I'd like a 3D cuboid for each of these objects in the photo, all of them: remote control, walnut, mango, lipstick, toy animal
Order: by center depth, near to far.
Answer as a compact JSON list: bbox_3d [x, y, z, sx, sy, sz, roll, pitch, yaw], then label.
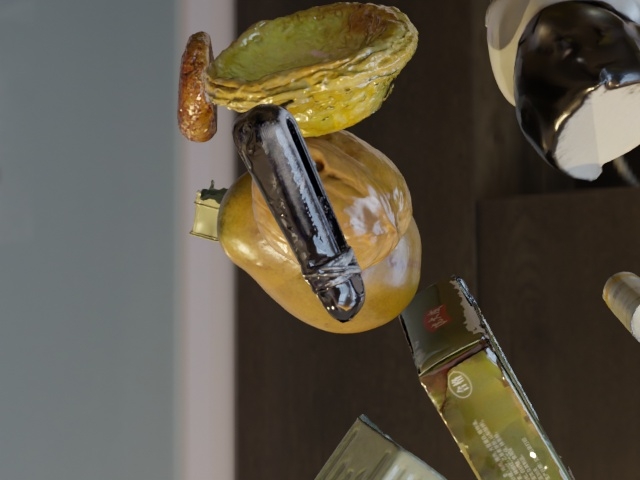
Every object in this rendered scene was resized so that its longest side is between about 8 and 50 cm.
[{"bbox_3d":[-0.012,-0.034,1.440,0.066,0.266,0.090,-27,-179,37],"label":"remote control"},{"bbox_3d":[0.388,0.081,1.559,0.059,0.059,0.264,-1,-174,6],"label":"lipstick"},{"bbox_3d":[0.015,-0.052,1.717,0.221,0.195,0.195,30,-167,32],"label":"walnut"},{"bbox_3d":[0.369,-0.272,1.850,0.251,0.310,0.251,-14,144,-10],"label":"toy animal"},{"bbox_3d":[0.000,0.000,2.052,0.378,0.264,0.221,24,176,-33],"label":"mango"}]

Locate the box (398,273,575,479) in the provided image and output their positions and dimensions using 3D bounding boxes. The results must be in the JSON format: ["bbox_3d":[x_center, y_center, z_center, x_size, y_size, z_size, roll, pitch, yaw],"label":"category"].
[{"bbox_3d":[0.299,0.303,2.181,0.138,0.420,0.373,-30,-167,6],"label":"box"}]

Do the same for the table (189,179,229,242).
[{"bbox_3d":[-0.183,-0.052,2.230,0.062,0.083,0.079,15,-158,11],"label":"table"}]

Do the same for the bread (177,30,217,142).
[{"bbox_3d":[-0.200,-0.246,2.065,0.064,0.193,0.193,-1,174,-2],"label":"bread"}]

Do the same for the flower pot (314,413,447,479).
[{"bbox_3d":[0.097,0.381,1.745,0.209,0.189,0.239,39,172,-30],"label":"flower pot"}]

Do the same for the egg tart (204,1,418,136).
[{"bbox_3d":[-0.005,-0.219,1.702,0.294,0.123,0.294,-13,-152,7],"label":"egg tart"}]
